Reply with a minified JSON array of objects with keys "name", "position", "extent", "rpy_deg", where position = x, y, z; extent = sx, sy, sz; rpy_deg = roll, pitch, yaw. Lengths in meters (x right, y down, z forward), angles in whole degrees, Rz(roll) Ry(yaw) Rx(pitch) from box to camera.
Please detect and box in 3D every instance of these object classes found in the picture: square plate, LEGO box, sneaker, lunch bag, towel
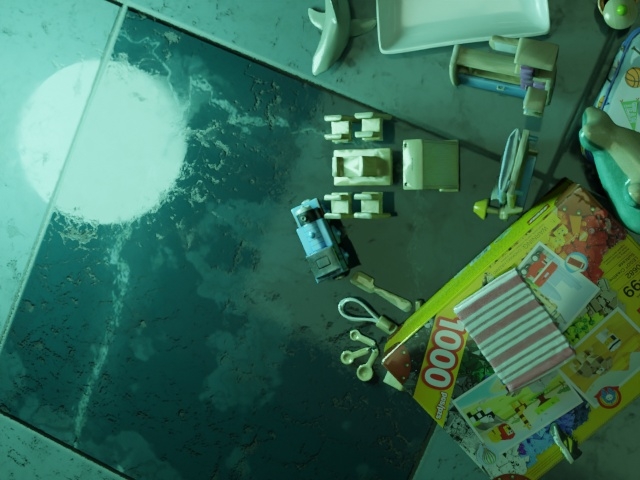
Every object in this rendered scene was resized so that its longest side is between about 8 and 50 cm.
[{"name":"square plate","position":[0.277,-0.567,1.855],"extent":[0.343,0.049,0.348],"rpy_deg":[-5,92,14]},{"name":"LEGO box","position":[0.425,0.183,1.774],"extent":[0.500,0.193,0.372],"rpy_deg":[-44,90,12]},{"name":"sneaker","position":[0.452,0.368,1.688],"extent":[0.035,0.031,0.083],"rpy_deg":[-29,99,-3]},{"name":"lunch bag","position":[0.656,-0.253,1.757],"extent":[0.243,0.115,0.304],"rpy_deg":[23,99,8]},{"name":"towel","position":[0.352,0.164,1.663],"extent":[0.144,0.029,0.197],"rpy_deg":[-35,89,20]}]

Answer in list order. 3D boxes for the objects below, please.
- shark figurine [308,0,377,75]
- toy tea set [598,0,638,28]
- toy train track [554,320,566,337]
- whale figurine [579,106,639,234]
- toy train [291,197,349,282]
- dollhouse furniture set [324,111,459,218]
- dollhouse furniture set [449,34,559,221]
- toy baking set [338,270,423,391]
[{"name":"shark figurine","position":[0.011,-0.502,1.890],"extent":[0.166,0.116,0.278],"rpy_deg":[-20,91,12]},{"name":"toy tea set","position":[0.674,-0.530,1.727],"extent":[0.200,0.124,0.336],"rpy_deg":[36,100,8]},{"name":"toy train track","position":[0.406,0.162,1.669],"extent":[0.083,0.014,0.048],"rpy_deg":[20,107,11]},{"name":"whale figurine","position":[0.552,-0.115,1.645],"extent":[0.272,0.216,0.141],"rpy_deg":[38,130,-9]},{"name":"toy train","position":[0.000,0.000,1.924],"extent":[0.080,0.105,0.184],"rpy_deg":[-23,88,13]},{"name":"dollhouse furniture set","position":[0.142,-0.152,1.890],"extent":[0.242,0.161,0.212],"rpy_deg":[2,94,35]},{"name":"dollhouse furniture set","position":[0.317,-0.206,1.748],"extent":[0.198,0.286,0.304],"rpy_deg":[14,87,14]},{"name":"toy baking set","position":[0.135,0.194,1.943],"extent":[0.196,0.030,0.256],"rpy_deg":[-1,93,13]}]
